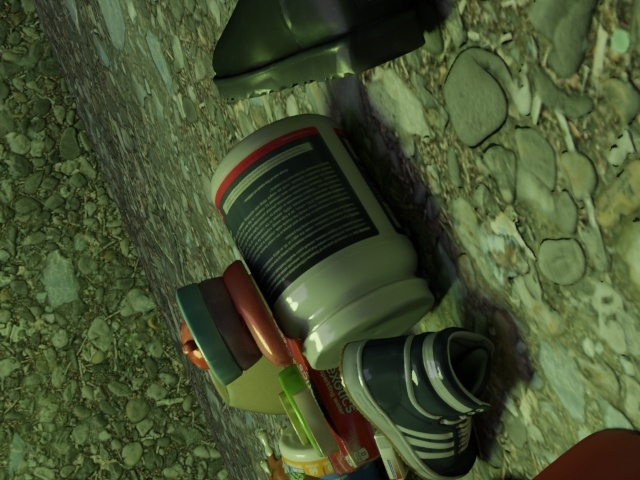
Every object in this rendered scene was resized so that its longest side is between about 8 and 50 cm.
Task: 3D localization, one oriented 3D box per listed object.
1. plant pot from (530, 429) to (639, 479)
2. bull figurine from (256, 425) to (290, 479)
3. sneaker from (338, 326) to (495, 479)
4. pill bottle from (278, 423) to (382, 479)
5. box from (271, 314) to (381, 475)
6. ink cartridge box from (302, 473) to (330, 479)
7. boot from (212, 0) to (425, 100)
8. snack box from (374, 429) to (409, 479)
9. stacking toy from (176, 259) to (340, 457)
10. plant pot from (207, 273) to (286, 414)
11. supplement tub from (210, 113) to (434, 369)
[{"bbox_3d":[0.226,0.338,0.806,0.275,0.243,0.275,53,156,36],"label":"plant pot"},{"bbox_3d":[-0.067,0.524,2.039,0.310,0.101,0.188,99,148,-54],"label":"bull figurine"},{"bbox_3d":[0.156,0.196,1.058,0.282,0.153,0.099,47,-142,-39],"label":"sneaker"},{"bbox_3d":[0.036,0.442,1.578,0.152,0.152,0.272,18,128,66],"label":"pill bottle"},{"bbox_3d":[0.035,0.200,1.343,0.257,0.128,0.123,63,160,12],"label":"box"},{"bbox_3d":[0.075,0.471,1.407,0.234,0.088,0.193,12,136,13],"label":"ink cartridge box"},{"bbox_3d":[-0.077,-0.386,0.945,0.367,0.146,0.445,3,118,59],"label":"boot"},{"bbox_3d":[0.110,0.230,1.160,0.064,0.022,0.178,69,-155,-12],"label":"snack box"},{"bbox_3d":[-0.095,0.176,1.170,0.280,0.130,0.309,62,175,9],"label":"stacking toy"},{"bbox_3d":[-0.103,0.196,1.621,0.284,0.190,0.284,54,158,34],"label":"plant pot"},{"bbox_3d":[0.000,0.000,1.116,0.272,0.191,0.191,61,160,20],"label":"supplement tub"}]
